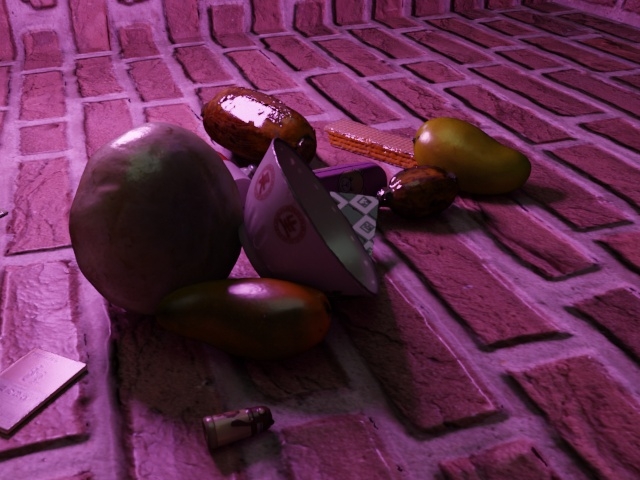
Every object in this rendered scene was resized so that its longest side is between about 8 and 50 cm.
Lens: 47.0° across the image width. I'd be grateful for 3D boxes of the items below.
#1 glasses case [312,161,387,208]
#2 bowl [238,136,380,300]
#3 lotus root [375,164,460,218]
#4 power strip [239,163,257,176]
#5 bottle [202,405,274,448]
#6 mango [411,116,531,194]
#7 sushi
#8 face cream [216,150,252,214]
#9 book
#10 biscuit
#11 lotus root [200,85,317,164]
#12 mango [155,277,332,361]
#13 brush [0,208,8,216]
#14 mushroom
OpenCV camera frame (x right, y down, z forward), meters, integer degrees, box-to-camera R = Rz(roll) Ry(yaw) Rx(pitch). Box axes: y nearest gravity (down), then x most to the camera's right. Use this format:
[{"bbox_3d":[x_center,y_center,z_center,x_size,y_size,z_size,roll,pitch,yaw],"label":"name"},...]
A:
[{"bbox_3d":[0.005,-0.097,1.640,0.316,0.123,0.076,-12,30,-20],"label":"glasses case"},{"bbox_3d":[-0.046,-0.007,1.334,0.157,0.337,0.337,-33,27,11],"label":"bowl"},{"bbox_3d":[0.220,-0.105,1.656,0.209,0.120,0.120,-12,30,-16],"label":"lotus root"},{"bbox_3d":[-0.197,-0.166,1.886,0.083,0.035,0.055,-30,37,-20],"label":"power strip"},{"bbox_3d":[-0.118,0.263,1.059,0.101,0.047,0.063,-12,20,-20],"label":"bottle"},{"bbox_3d":[0.360,-0.198,1.778,0.293,0.143,0.175,23,59,13],"label":"mango"},{"bbox_3d":[0.000,0.000,1.505,0.219,0.047,0.231,7,54,3],"label":"sushi"},{"bbox_3d":[-0.230,-0.140,1.763,0.095,0.096,0.214,-15,31,-22],"label":"face cream"},{"bbox_3d":[-0.474,0.234,1.171,0.118,0.012,0.172,12,31,23],"label":"book"},{"bbox_3d":[0.170,-0.256,1.996,0.378,0.054,0.094,23,38,38],"label":"biscuit"},{"bbox_3d":[-0.171,-0.294,1.947,0.397,0.196,0.179,28,75,34],"label":"lotus root"},{"bbox_3d":[-0.122,0.124,1.227,0.289,0.129,0.146,10,43,17],"label":"mango"},{"bbox_3d":[-0.826,-0.088,1.773,0.178,0.030,0.033,12,21,25],"label":"brush"},{"bbox_3d":[-0.294,-0.038,1.350,0.260,0.352,0.352,-4,20,43],"label":"mushroom"}]
